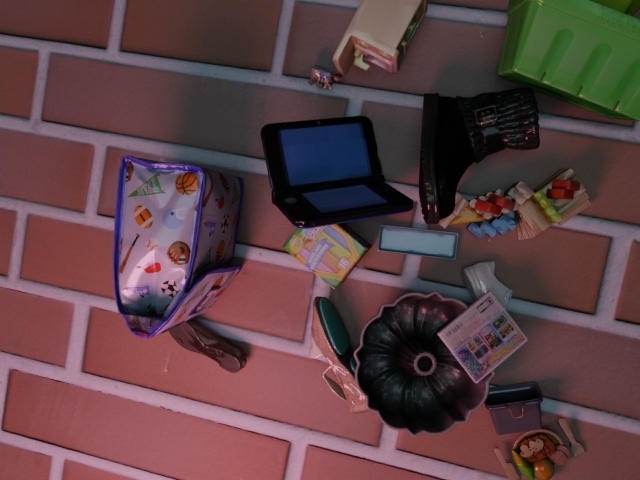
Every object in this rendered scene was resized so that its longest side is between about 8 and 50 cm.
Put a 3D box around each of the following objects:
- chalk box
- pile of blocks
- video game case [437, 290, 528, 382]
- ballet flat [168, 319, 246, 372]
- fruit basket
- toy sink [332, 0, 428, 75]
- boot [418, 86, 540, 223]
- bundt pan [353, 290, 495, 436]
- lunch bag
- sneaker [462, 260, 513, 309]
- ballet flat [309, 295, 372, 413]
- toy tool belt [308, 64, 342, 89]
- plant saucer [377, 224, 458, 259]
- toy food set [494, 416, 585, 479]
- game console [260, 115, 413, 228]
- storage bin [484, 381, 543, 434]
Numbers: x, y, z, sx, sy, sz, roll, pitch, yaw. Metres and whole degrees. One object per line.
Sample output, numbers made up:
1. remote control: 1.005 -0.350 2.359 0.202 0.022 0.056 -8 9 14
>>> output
1. chalk box: 0.000 0.000 1.326 0.213 0.132 0.132 38 98 7
2. pile of blocks: 0.443 -0.067 1.255 0.361 0.112 0.149 -12 90 11
3. video game case: 0.366 0.217 1.223 0.157 0.019 0.143 -38 93 -6
4. ballet flat: -0.300 0.264 1.435 0.249 0.058 0.084 27 119 13
5. fruit basket: 0.593 -0.475 1.142 0.391 0.283 0.393 2 104 7
6. toy sink: 0.147 -0.482 1.268 0.131 0.153 0.234 30 96 7
7. boot: 0.354 -0.196 1.209 0.260 0.131 0.348 3 69 10
8. bundt pan: 0.232 0.279 1.280 0.330 0.124 0.331 0 89 -5
9. lunch bag: -0.326 0.017 1.287 0.238 0.328 0.386 9 92 8
10. sneaker: 0.419 0.151 1.293 0.094 0.080 0.212 -20 88 -1
11. ballet flat: 0.036 0.294 1.352 0.106 0.107 0.316 -30 87 23
12. toy tool belt: 0.011 -0.400 1.352 0.083 0.052 0.051 25 128 11
13. plant saucer: 0.240 0.004 1.342 0.191 0.018 0.067 7 94 9
14. toy food set: 0.524 0.511 1.292 0.192 0.038 0.132 -30 101 9
15. game console: 0.037 -0.165 1.237 0.292 0.250 0.174 -11 118 -20
16. storage bin: 0.463 0.406 1.289 0.135 0.098 0.091 -13 101 10
